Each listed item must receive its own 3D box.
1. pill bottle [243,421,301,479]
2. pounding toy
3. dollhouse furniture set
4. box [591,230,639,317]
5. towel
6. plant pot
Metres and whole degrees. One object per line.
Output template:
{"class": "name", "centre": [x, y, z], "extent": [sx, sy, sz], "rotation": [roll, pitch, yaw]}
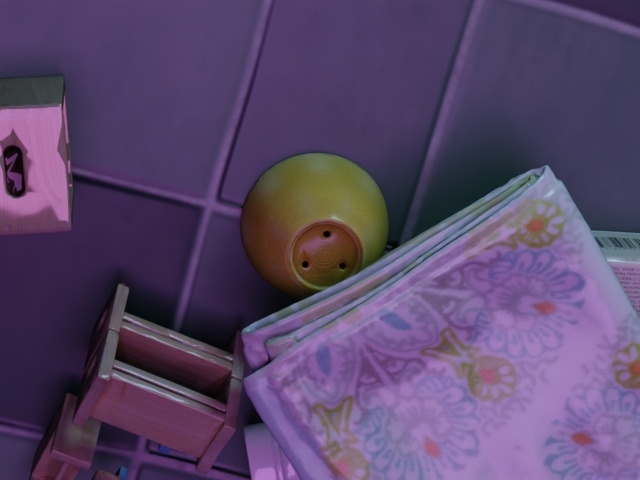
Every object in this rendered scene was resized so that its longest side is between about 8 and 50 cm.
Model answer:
{"class": "pill bottle", "centre": [0.025, 0.192, 1.789], "extent": [0.180, 0.108, 0.108], "rotation": [-9, 108, -3]}
{"class": "pounding toy", "centre": [-0.262, -0.055, 1.670], "extent": [0.100, 0.130, 0.141], "rotation": [-4, 107, -5]}
{"class": "dollhouse furniture set", "centre": [-0.165, 0.158, 1.767], "extent": [0.129, 0.129, 0.184], "rotation": [23, 127, -13]}
{"class": "box", "centre": [0.260, 0.134, 1.805], "extent": [0.113, 0.094, 0.275], "rotation": [4, 107, -7]}
{"class": "towel", "centre": [0.146, 0.162, 1.694], "extent": [0.320, 0.090, 0.374], "rotation": [-30, 104, 1]}
{"class": "plant pot", "centre": [0.000, 0.000, 1.734], "extent": [0.134, 0.095, 0.134], "rotation": [-2, 108, -6]}
